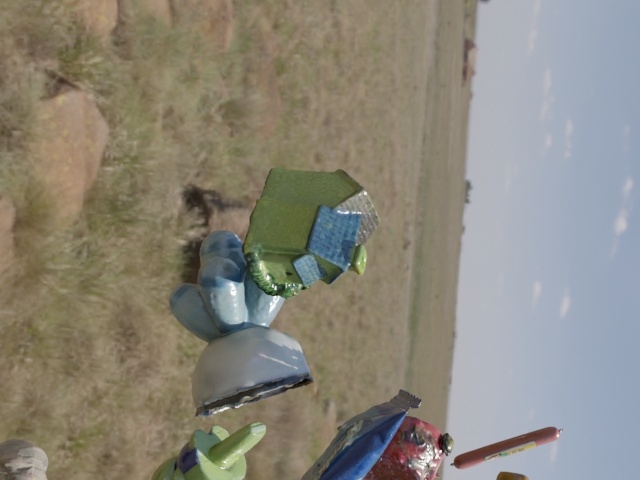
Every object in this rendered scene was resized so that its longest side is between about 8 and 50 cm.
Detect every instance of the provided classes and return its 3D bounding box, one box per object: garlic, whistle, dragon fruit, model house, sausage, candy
[{"bbox_3d":[-0.814,0.619,1.984,0.152,0.228,0.227,55,35,-41],"label":"garlic"},{"bbox_3d":[-0.158,0.308,1.049,0.105,0.227,0.085,3,50,-55],"label":"whistle"},{"bbox_3d":[0.159,0.493,1.748,0.211,0.282,0.147,61,36,-47],"label":"dragon fruit"},{"bbox_3d":[0.000,0.000,1.322,0.195,0.189,0.214,62,34,-44],"label":"model house"},{"bbox_3d":[0.354,0.394,1.468,0.029,0.223,0.029,-19,90,-86],"label":"sausage"},{"bbox_3d":[0.045,0.385,1.346,0.331,0.077,0.187,-49,-178,-5],"label":"candy"}]

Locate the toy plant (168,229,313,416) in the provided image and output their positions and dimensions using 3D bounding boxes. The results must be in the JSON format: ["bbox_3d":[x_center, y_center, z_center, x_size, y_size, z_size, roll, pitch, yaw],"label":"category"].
[{"bbox_3d":[-0.160,0.140,1.442,0.247,0.247,0.332,56,18,-76],"label":"toy plant"}]

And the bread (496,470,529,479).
[{"bbox_3d":[0.337,0.461,1.365,0.049,0.062,0.103,104,6,-61],"label":"bread"}]
